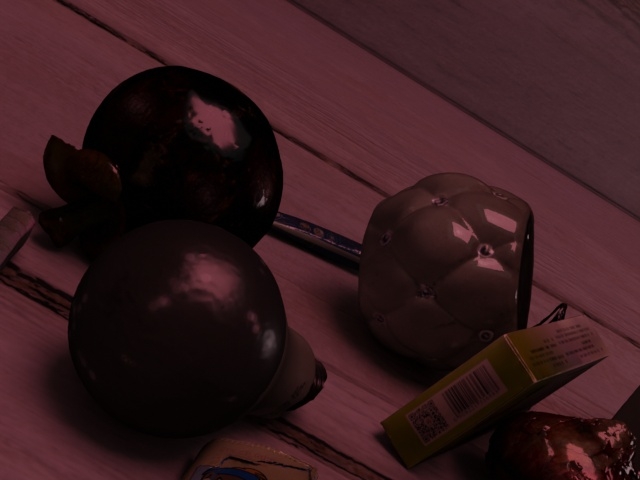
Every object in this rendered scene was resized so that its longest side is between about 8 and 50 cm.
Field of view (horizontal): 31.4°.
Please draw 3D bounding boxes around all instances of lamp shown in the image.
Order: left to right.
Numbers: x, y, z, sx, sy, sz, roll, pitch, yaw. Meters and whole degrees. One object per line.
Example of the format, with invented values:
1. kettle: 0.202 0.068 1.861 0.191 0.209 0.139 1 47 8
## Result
1. lamp: -0.102 0.108 1.009 0.182 0.182 0.314 49 -9 35

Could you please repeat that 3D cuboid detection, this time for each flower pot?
1. flower pot: 0.156 0.039 1.395 0.195 0.246 0.246 6 13 17

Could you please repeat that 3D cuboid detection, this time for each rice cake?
1. rice cake: -0.295 0.021 1.007 0.034 0.043 0.211 38 19 -12

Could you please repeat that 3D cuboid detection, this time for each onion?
1. onion: 0.273 0.249 1.226 0.184 0.147 0.184 49 -2 2

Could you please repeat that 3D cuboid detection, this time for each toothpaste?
1. toothpaste: 0.000 0.000 1.533 0.197 0.035 0.057 23 17 -20

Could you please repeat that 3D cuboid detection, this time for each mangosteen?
1. mangosteen: -0.168 -0.061 1.183 0.265 0.228 0.228 -25 55 -29

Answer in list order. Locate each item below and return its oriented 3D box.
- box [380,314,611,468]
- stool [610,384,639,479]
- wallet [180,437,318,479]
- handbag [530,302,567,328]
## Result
1. box: 0.200 0.161 1.257 0.062 0.175 0.260 58 27 15
2. stool: 0.530 0.303 1.472 0.243 0.170 0.270 33 20 -4
3. wallet: -0.064 0.209 0.895 0.110 0.039 0.155 11 19 7
4. handbag: 0.288 0.140 1.510 0.072 0.139 0.115 31 19 16
